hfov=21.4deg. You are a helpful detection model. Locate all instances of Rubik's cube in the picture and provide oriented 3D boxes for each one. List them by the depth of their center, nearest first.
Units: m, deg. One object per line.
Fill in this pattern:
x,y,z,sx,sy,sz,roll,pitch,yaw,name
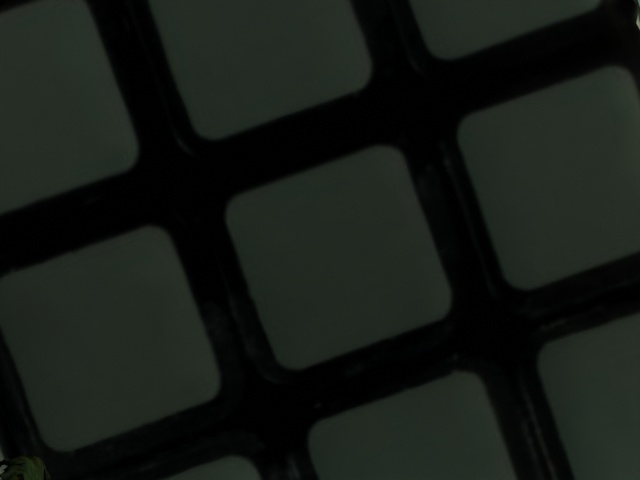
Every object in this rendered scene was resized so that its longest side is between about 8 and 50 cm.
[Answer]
0.000,0.000,0.809,0.305,0.301,0.303,-125,-164,-88,Rubik's cube

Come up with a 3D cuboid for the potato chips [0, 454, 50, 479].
-0.064,0.170,0.492,0.202,0.029,0.220,98,-22,-60,potato chips
